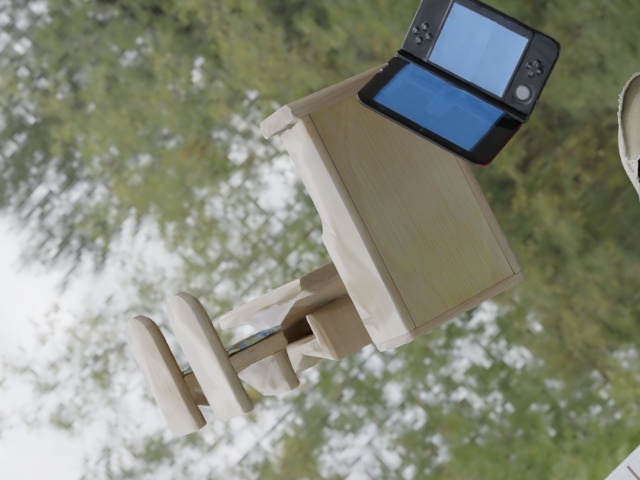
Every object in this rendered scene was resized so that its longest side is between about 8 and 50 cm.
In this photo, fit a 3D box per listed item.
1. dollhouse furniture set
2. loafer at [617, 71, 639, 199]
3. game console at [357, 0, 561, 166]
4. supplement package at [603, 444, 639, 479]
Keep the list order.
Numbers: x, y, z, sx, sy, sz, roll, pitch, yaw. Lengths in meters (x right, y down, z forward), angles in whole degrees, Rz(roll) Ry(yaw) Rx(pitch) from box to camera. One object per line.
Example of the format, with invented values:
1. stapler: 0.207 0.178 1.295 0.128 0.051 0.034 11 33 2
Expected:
1. dollhouse furniture set: 0.000 0.000 1.570 0.394 0.362 0.256 -27 88 60
2. loafer: 0.318 -0.071 1.267 0.092 0.102 0.268 78 -172 -45
3. game console: 0.128 -0.156 1.337 0.144 0.124 0.085 30 -159 16
4. supplement package: 0.324 0.257 1.362 0.105 0.179 0.105 50 -160 26
